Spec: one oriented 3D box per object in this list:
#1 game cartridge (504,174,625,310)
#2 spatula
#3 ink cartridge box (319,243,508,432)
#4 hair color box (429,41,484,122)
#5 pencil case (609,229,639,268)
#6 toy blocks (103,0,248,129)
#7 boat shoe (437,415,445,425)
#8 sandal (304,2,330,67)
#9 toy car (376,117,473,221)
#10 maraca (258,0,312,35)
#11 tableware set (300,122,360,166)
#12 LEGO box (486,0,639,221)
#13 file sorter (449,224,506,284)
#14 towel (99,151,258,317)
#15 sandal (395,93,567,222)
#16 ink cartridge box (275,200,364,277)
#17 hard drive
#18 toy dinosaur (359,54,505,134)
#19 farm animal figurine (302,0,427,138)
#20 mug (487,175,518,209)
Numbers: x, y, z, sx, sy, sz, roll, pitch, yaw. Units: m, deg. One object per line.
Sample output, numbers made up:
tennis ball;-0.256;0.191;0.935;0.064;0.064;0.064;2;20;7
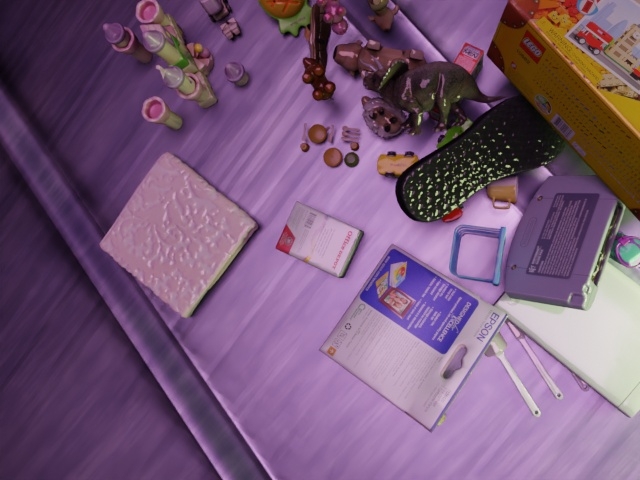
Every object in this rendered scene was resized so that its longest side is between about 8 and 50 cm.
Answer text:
game cartridge;0.506;-0.003;1.224;0.198;0.062;0.297;4;63;55
spatula;0.469;0.258;1.304;0.168;0.019;0.242;-31;79;4
ink cartridge box;0.204;0.211;1.313;0.307;0.072;0.303;33;84;20
hair color box;0.314;-0.361;1.357;0.053;0.093;0.167;33;93;14
pencil case;0.628;0.013;1.215;0.064;0.152;0.070;-23;91;14
toy blocks;-0.365;-0.485;1.451;0.309;0.260;0.288;-28;78;10
boat shoe;0.242;0.334;1.328;0.059;0.063;0.170;-34;77;15
sandal;-0.014;-0.511;1.473;0.049;0.072;0.180;3;90;36
toy car;0.281;-0.187;1.371;0.239;0.053;0.225;38;94;13
maraca;-0.090;-0.615;1.482;0.127;0.099;0.185;-29;103;6
tableware set;0.024;-0.235;1.456;0.154;0.024;0.104;8;90;13
LEGO box;0.638;-0.335;1.122;0.372;0.193;0.500;-36;77;-6
file sorter;0.345;0.032;1.277;0.104;0.170;0.118;9;87;18
towel;-0.371;-0.015;1.517;0.332;0.053;0.317;38;95;15
sandal;0.353;-0.195;1.293;0.446;0.107;0.167;-27;103;-9
ink cartridge box;0.000;0.000;1.412;0.175;0.072;0.127;25;91;15
hard drive;0.586;0.170;1.258;0.353;0.047;0.233;40;90;14
toy dinosaur;0.241;-0.318;1.250;0.313;0.121;0.160;-1;112;10
farm animal figurine;0.119;-0.454;1.378;0.327;0.172;0.330;30;107;-4
mug;0.412;-0.113;1.324;0.064;0.078;0.062;4;119;22
